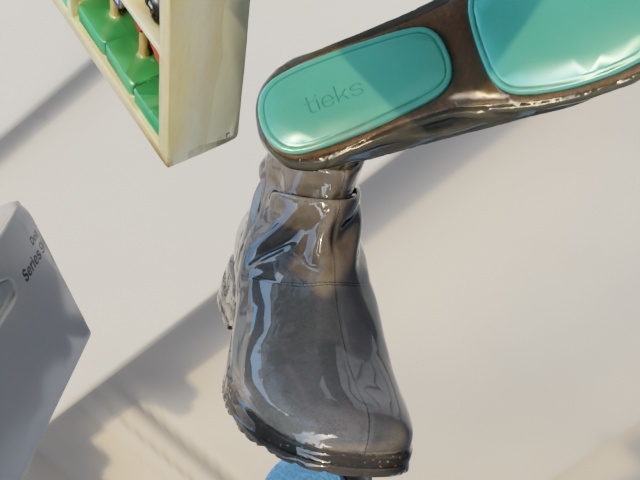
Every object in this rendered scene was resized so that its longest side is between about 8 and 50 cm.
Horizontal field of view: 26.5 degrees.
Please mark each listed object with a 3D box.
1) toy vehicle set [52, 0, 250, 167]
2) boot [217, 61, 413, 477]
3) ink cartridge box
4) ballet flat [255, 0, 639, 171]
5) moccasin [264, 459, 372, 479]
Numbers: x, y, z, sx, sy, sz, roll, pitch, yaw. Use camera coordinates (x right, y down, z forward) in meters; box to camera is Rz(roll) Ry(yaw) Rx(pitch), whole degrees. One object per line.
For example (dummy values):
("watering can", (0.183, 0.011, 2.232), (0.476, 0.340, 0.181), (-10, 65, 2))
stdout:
("toy vehicle set", (-0.110, -0.178, 0.561), (0.267, 0.035, 0.166), (54, 156, 26))
("boot", (0.000, 0.000, 0.963), (0.118, 0.222, 0.338), (7, -158, -21))
("ink cartridge box", (-0.322, 0.105, 0.893), (0.211, 0.289, 0.121), (-77, -33, -59))
("ballet flat", (0.095, -0.110, 0.832), (0.096, 0.280, 0.095), (18, -120, -72))
("moccasin", (0.035, 0.316, 0.972), (0.117, 0.138, 0.342), (-3, -99, -48))
